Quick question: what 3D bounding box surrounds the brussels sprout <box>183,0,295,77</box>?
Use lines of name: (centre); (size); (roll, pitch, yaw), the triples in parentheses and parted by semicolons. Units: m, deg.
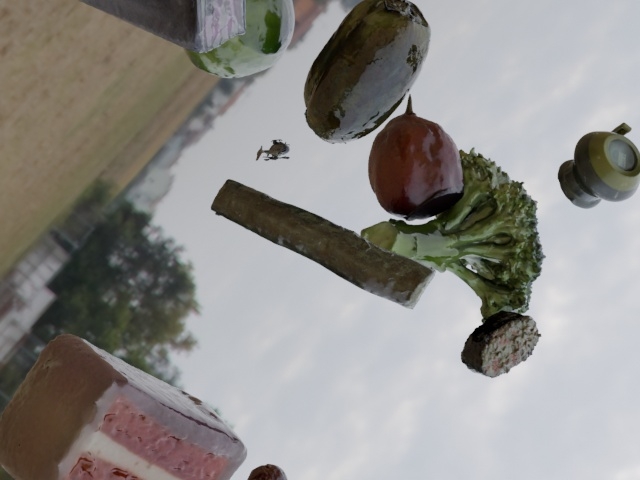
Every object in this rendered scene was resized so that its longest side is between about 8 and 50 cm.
brussels sprout: (-0.152, -0.407, 1.627); (0.210, 0.271, 0.219); (-1, -134, 17)

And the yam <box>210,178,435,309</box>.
yam: (0.000, 0.000, 1.106); (0.061, 0.274, 0.061); (-61, 170, -18)

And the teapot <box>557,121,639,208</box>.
teapot: (0.484, -0.131, 1.629); (0.166, 0.130, 0.119); (-57, -172, -33)

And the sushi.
sushi: (0.324, 0.185, 1.706); (0.150, 0.091, 0.078); (-27, -158, -28)

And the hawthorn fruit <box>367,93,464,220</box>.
hawthorn fruit: (0.183, -0.160, 1.861); (0.189, 0.252, 0.189); (-9, -172, 1)

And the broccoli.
broccoli: (0.257, -0.037, 1.914); (0.353, 0.396, 0.275); (-98, -152, -56)

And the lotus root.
lotus root: (0.075, -0.273, 1.580); (0.275, 0.160, 0.152); (-51, -136, 35)

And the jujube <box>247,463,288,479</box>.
jujube: (-0.094, 0.440, 1.591); (0.077, 0.077, 0.129); (-32, -137, 53)

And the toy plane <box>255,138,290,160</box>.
toy plane: (-0.113, -0.217, 2.308); (0.120, 0.031, 0.049); (3, -106, 45)

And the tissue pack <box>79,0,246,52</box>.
tissue pack: (-0.288, -0.476, 1.423); (0.124, 0.394, 0.288); (-39, 142, -34)

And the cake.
cake: (-0.312, 0.312, 1.453); (0.230, 0.309, 0.237); (20, -104, 51)
